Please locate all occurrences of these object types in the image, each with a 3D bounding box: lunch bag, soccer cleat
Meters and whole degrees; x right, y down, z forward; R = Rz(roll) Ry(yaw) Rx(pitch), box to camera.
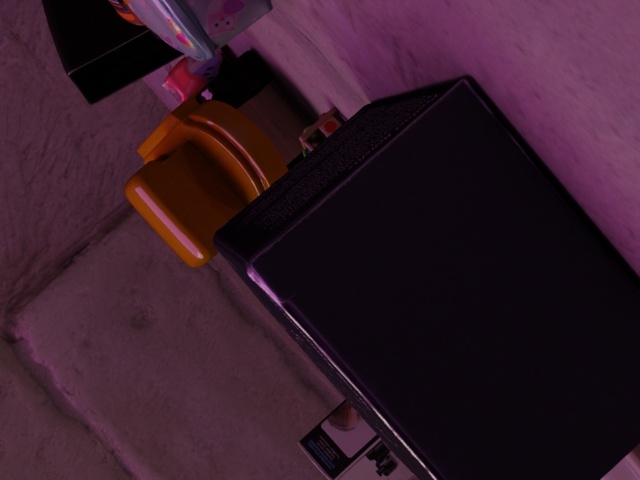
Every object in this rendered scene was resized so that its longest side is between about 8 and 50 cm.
[{"bbox_3d":[-0.173,-0.300,1.381,0.224,0.108,0.279,51,175,-29],"label":"lunch bag"},{"bbox_3d":[-0.148,-0.225,2.018,0.083,0.095,0.248,53,-170,8],"label":"soccer cleat"}]

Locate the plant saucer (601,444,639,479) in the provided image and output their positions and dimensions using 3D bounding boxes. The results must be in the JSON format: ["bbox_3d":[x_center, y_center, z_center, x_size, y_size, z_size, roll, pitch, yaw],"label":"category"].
[{"bbox_3d":[0.268,0.229,1.694,0.400,0.100,0.400,48,176,5],"label":"plant saucer"}]

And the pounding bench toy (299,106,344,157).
[{"bbox_3d":[0.003,-0.096,1.566,0.065,0.083,0.052,47,175,15],"label":"pounding bench toy"}]

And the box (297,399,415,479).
[{"bbox_3d":[0.124,0.250,2.017,0.087,0.290,0.169,46,174,35],"label":"box"}]

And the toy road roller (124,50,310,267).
[{"bbox_3d":[-0.148,-0.070,1.804,0.202,0.240,0.329,49,149,-4],"label":"toy road roller"}]

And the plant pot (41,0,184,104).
[{"bbox_3d":[-0.297,-0.323,1.978,0.167,0.187,0.188,60,177,6],"label":"plant pot"}]

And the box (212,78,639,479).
[{"bbox_3d":[0.089,0.049,1.186,0.293,0.212,0.395,50,176,-8],"label":"box"}]

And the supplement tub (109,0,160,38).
[{"bbox_3d":[-0.212,-0.318,1.605,0.106,0.106,0.198,44,173,44],"label":"supplement tub"}]
